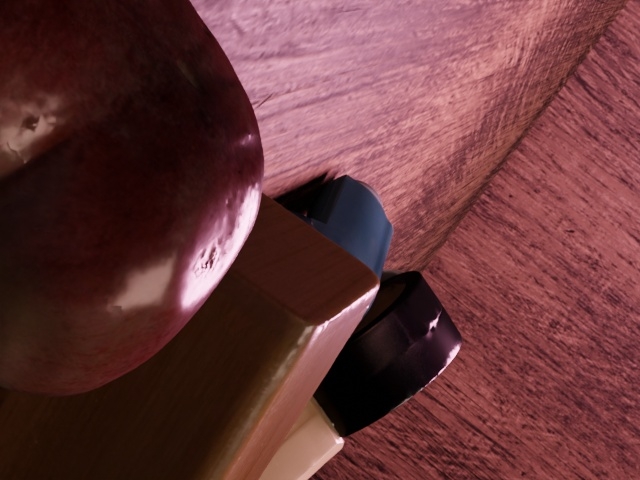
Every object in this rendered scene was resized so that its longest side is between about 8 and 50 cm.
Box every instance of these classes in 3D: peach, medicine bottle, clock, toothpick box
[{"bbox_3d":[-0.087,-0.039,0.396,0.152,0.152,0.152,-49,170,-11],"label":"peach"},{"bbox_3d":[0.000,0.000,1.064,0.079,0.124,0.258,-61,179,20],"label":"medicine bottle"},{"bbox_3d":[-0.050,0.160,1.065,0.379,0.120,0.276,-34,-173,-21],"label":"clock"},{"bbox_3d":[-0.115,0.119,0.758,0.308,0.190,0.187,-59,168,17],"label":"toothpick box"}]
